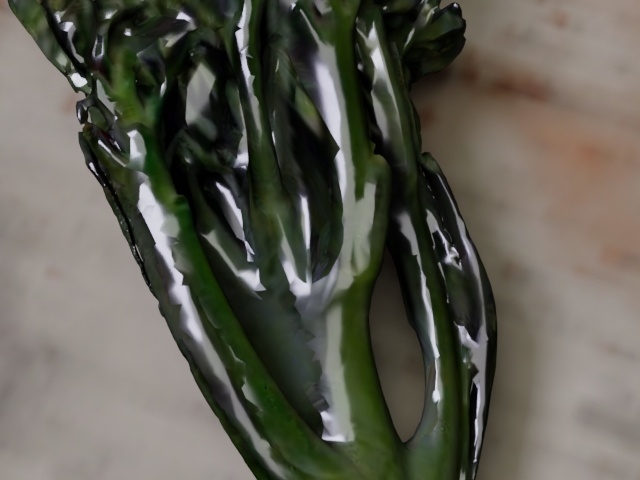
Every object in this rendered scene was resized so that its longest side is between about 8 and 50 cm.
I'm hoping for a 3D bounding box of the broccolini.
[{"bbox_3d":[-0.007,0.009,0.342,0.091,0.068,0.203,-4,78,-25],"label":"broccolini"}]
